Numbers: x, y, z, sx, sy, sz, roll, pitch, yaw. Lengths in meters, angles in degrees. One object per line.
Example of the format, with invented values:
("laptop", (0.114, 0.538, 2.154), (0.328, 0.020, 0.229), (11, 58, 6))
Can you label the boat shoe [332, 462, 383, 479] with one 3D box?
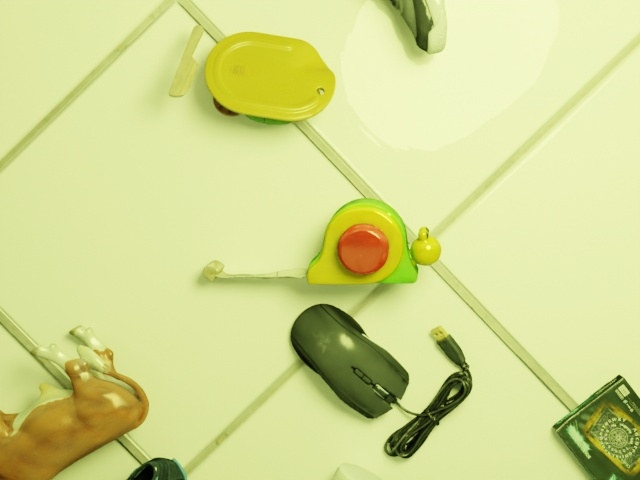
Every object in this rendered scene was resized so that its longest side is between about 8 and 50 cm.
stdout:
("boat shoe", (0.106, 0.411, 1.267), (0.108, 0.301, 0.102), (19, 96, -44))

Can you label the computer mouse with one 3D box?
("computer mouse", (0.095, 0.171, 1.348), (0.184, 0.060, 0.262), (-42, 94, 2))

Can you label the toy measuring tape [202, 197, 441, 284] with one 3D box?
("toy measuring tape", (0.000, 0.000, 1.316), (0.330, 0.121, 0.121), (0, 94, 8))

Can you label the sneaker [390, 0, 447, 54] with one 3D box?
("sneaker", (0.071, -0.364, 1.297), (0.153, 0.101, 0.268), (-19, 88, 1))

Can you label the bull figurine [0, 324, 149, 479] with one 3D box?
("bull figurine", (-0.395, 0.260, 1.321), (0.310, 0.101, 0.188), (-30, 89, -7))

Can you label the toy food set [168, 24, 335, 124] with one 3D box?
("toy food set", (-0.090, -0.217, 1.323), (0.218, 0.071, 0.128), (10, 69, -4))

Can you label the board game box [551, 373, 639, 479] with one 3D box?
("board game box", (0.440, 0.304, 1.379), (0.126, 0.026, 0.186), (-38, 94, 2))

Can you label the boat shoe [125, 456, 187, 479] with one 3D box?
("boat shoe", (-0.302, 0.398, 1.331), (0.109, 0.089, 0.258), (32, 84, 29))
